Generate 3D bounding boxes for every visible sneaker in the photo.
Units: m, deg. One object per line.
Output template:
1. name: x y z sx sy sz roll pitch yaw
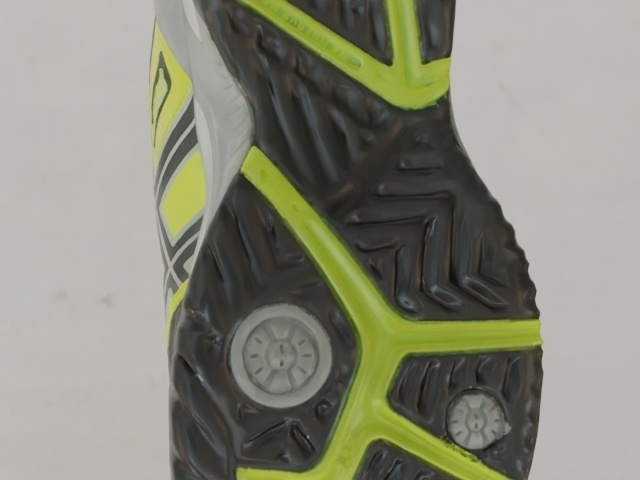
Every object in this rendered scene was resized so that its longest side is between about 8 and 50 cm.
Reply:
1. sneaker: 0.000 0.000 0.652 0.145 0.384 0.147 3 165 -12
